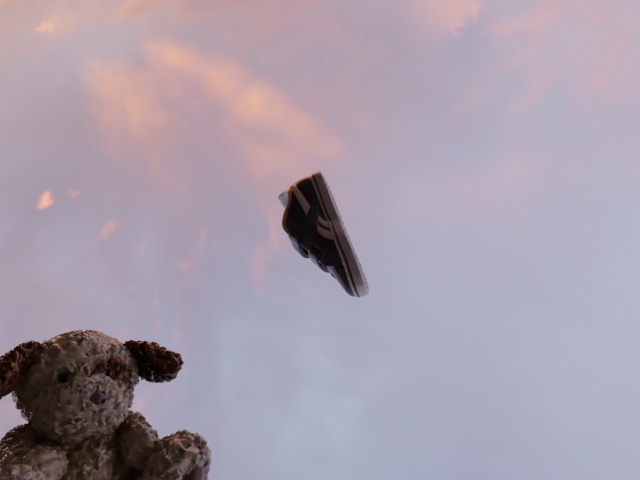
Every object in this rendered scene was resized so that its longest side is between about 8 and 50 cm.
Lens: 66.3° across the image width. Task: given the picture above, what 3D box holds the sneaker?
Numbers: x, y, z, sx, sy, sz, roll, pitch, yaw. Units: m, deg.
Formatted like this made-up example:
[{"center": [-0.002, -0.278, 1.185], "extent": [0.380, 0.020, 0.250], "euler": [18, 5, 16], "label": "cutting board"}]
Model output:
[{"center": [0.000, 0.000, 1.049], "extent": [0.128, 0.126, 0.321], "euler": [-24, -126, 4], "label": "sneaker"}]

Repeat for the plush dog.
[{"center": [-0.286, 0.221, 0.593], "extent": [0.211, 0.262, 0.225], "euler": [-18, -109, 48], "label": "plush dog"}]
